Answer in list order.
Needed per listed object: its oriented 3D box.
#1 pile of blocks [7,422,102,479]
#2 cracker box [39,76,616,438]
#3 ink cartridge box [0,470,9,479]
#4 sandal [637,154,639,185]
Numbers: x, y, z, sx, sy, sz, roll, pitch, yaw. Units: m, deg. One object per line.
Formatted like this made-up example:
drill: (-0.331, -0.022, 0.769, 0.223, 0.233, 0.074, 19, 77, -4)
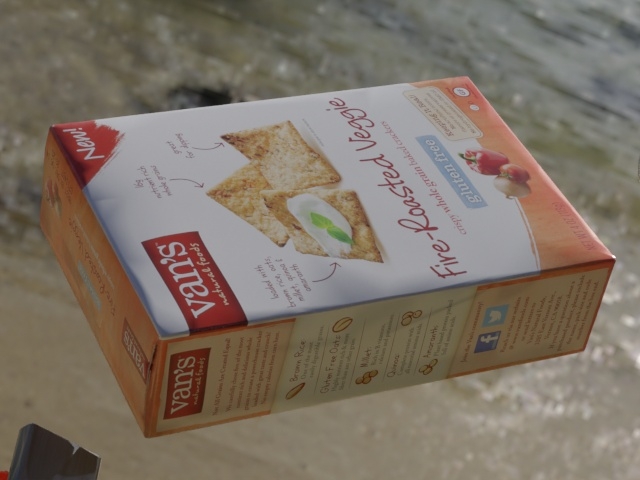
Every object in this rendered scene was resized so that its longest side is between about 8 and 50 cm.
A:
pile of blocks: (-0.180, 0.149, 0.787, 0.362, 0.112, 0.149, 36, 47, -29)
cracker box: (0.000, 0.000, 0.880, 0.232, 0.067, 0.156, -10, 43, -24)
ink cartridge box: (-0.217, 0.244, 1.310, 0.145, 0.179, 0.045, -10, 32, 49)
sandal: (0.317, 0.100, 1.224, 0.169, 0.102, 0.416, -10, 78, -45)
